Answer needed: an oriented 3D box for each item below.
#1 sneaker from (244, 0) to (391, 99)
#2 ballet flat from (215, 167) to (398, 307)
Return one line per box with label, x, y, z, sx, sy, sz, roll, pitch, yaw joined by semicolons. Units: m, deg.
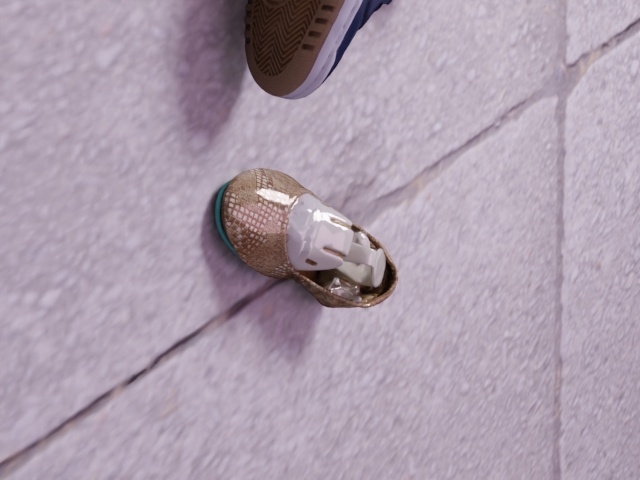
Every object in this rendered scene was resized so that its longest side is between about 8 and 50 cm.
sneaker;0.061;-0.210;1.265;0.153;0.099;0.282;17;94;-41
ballet flat;0.000;0.000;1.324;0.206;0.067;0.073;28;72;-64
